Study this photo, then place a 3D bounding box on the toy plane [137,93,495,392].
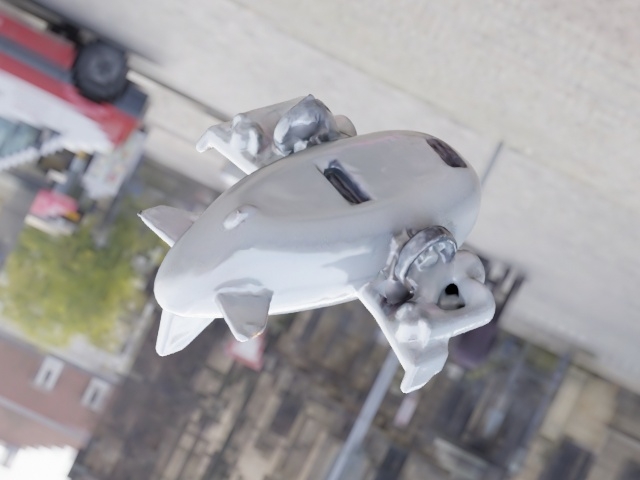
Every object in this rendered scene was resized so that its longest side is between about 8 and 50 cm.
[{"bbox_3d":[0.000,0.000,1.166,0.245,0.117,0.244,8,-138,-8],"label":"toy plane"}]
